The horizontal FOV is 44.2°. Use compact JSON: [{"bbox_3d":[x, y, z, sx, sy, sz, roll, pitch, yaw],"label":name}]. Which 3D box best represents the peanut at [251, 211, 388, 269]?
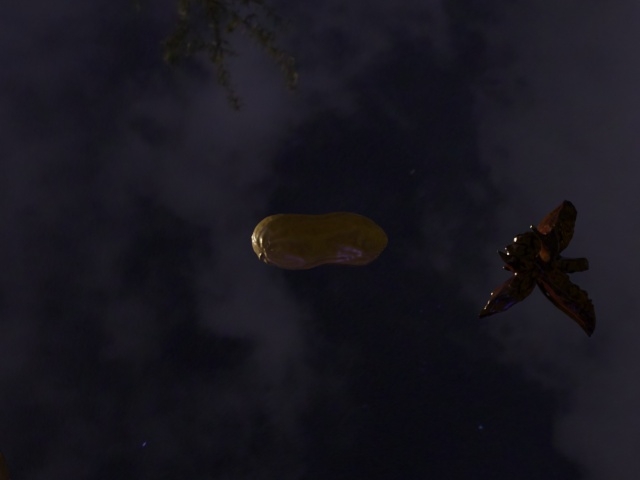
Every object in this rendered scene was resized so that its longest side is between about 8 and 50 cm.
[{"bbox_3d":[0.000,0.000,1.240,0.214,0.098,0.090,-4,-82,-6],"label":"peanut"}]

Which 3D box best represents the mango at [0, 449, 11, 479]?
[{"bbox_3d":[-0.318,0.221,0.496,0.142,0.331,0.195,26,-149,-53],"label":"mango"}]

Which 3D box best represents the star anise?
[{"bbox_3d":[0.254,0.024,0.843,0.140,0.144,0.158,1,-98,-15],"label":"star anise"}]
